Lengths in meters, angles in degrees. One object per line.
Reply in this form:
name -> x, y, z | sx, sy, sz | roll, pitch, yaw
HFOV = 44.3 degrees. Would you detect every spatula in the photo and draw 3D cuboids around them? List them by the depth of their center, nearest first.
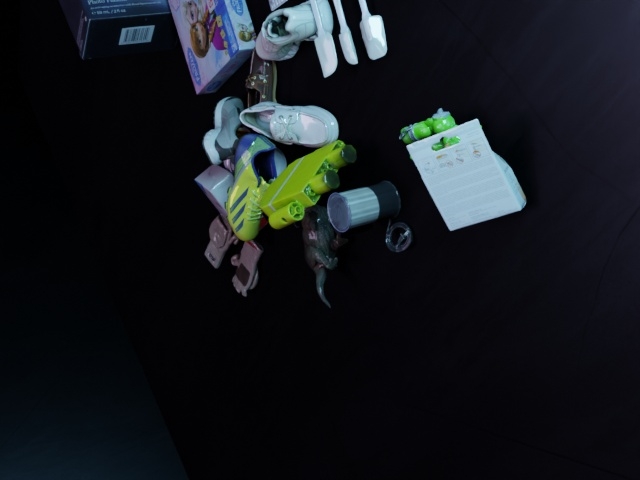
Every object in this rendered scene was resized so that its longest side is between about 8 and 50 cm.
spatula -> 0.043, -0.476, 1.615 | 0.168, 0.019, 0.241 | -12, 93, 42

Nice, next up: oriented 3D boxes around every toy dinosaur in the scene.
toy dinosaur -> 0.000, 0.000, 1.884 | 0.313, 0.121, 0.160 | 70, 161, 0

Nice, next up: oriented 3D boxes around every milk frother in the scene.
milk frother -> 0.106, -0.039, 1.642 | 0.143, 0.135, 0.129 | 42, 137, 42

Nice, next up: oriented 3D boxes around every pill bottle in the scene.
pill bottle -> -0.177, -0.202, 2.057 | 0.180, 0.108, 0.107 | 18, 118, 55

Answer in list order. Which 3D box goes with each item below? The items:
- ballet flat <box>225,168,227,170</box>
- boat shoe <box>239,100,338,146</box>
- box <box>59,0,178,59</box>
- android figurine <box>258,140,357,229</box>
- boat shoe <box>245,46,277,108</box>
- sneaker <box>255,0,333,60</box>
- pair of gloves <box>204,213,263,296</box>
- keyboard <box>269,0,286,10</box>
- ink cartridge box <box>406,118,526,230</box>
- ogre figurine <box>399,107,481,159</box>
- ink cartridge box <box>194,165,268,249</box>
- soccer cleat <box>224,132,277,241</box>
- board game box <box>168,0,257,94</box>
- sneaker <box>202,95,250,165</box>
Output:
ballet flat -> -0.235, -0.205, 2.219 | 0.052, 0.057, 0.168 | 43, 150, -2
boat shoe -> -0.081, -0.269, 1.851 | 0.277, 0.096, 0.098 | 15, 114, 41
box -> -0.604, -0.722, 2.336 | 0.294, 0.296, 0.182 | 63, 148, 18
android figurine -> -0.037, -0.126, 1.742 | 0.056, 0.248, 0.273 | 46, 143, -19
boat shoe -> -0.152, -0.386, 1.971 | 0.073, 0.073, 0.206 | 21, 120, 55
sneaker -> -0.090, -0.477, 1.789 | 0.292, 0.118, 0.110 | -8, 98, 60
pair of gloves -> -0.253, 0.033, 2.343 | 0.240, 0.042, 0.204 | 42, 131, 33
keyboard -> -0.128, -0.679, 1.859 | 0.072, 0.014, 0.255 | -13, 92, 59
ink cartridge box -> 0.252, -0.115, 1.361 | 0.145, 0.045, 0.179 | -18, 107, 36
ogre figurine -> 0.237, -0.157, 1.416 | 0.197, 0.097, 0.118 | 62, 149, 21
ink cartridge box -> -0.232, -0.092, 2.156 | 0.231, 0.078, 0.134 | 54, 169, -32
soccer cleat -> -0.162, -0.118, 1.918 | 0.121, 0.093, 0.289 | 24, 122, 31
board game box -> -0.299, -0.599, 2.119 | 0.318, 0.066, 0.318 | -25, 82, 59
sneaker -> -0.223, -0.289, 2.039 | 0.271, 0.108, 0.100 | -84, -21, -51
